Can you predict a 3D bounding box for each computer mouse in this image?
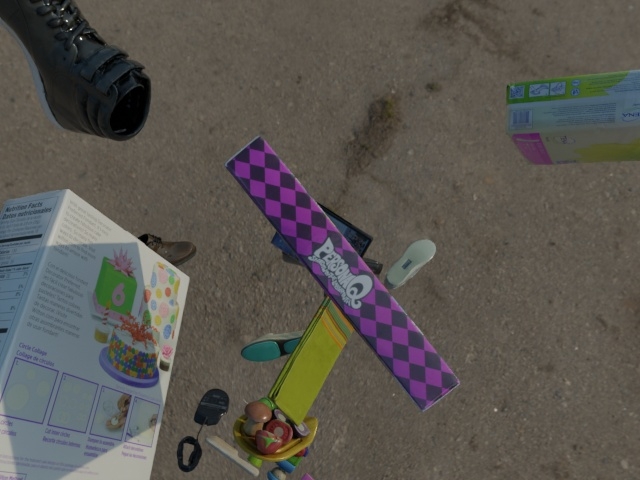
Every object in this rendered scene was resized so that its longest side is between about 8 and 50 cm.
[{"bbox_3d":[-0.260,0.420,1.137,0.071,0.041,0.242,13,25,4],"label":"computer mouse"}]

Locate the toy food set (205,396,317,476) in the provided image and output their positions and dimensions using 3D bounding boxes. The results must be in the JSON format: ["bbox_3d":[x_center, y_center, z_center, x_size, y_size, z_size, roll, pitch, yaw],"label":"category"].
[{"bbox_3d":[-0.089,0.339,0.955,0.128,0.071,0.218,28,20,29],"label":"toy food set"}]

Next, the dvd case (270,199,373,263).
[{"bbox_3d":[0.000,0.000,1.424,0.253,0.180,0.022,34,23,12],"label":"dvd case"}]

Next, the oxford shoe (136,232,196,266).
[{"bbox_3d":[-0.448,0.026,1.400,0.227,0.096,0.082,-9,44,-32],"label":"oxford shoe"}]

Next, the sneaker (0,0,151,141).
[{"bbox_3d":[-0.283,-0.241,0.594,0.147,0.295,0.104,19,51,18],"label":"sneaker"}]

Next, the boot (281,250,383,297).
[{"bbox_3d":[0.026,0.147,1.591,0.339,0.118,0.222,12,95,-12],"label":"boot"}]

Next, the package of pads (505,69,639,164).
[{"bbox_3d":[0.479,-0.208,0.927,0.229,0.297,0.101,2,88,30],"label":"package of pads"}]

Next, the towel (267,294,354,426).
[{"bbox_3d":[0.002,0.182,0.850,0.021,0.102,0.237,5,51,41],"label":"towel"}]

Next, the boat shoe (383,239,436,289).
[{"bbox_3d":[0.289,0.080,1.692,0.228,0.081,0.079,-38,77,-24],"label":"boat shoe"}]

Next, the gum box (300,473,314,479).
[{"bbox_3d":[0.009,0.382,0.605,0.188,0.062,0.107,37,64,22],"label":"gum box"}]

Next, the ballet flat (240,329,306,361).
[{"bbox_3d":[-0.124,0.321,1.594,0.249,0.086,0.086,-7,60,-3],"label":"ballet flat"}]

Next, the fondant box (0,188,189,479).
[{"bbox_3d":[-0.279,0.145,0.576,0.096,0.238,0.330,-6,60,20],"label":"fondant box"}]

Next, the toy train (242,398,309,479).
[{"bbox_3d":[-0.171,0.605,1.525,0.248,0.105,0.143,35,80,1],"label":"toy train"}]

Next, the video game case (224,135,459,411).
[{"bbox_3d":[0.018,0.029,0.467,0.042,0.210,0.232,-39,86,-1],"label":"video game case"}]
